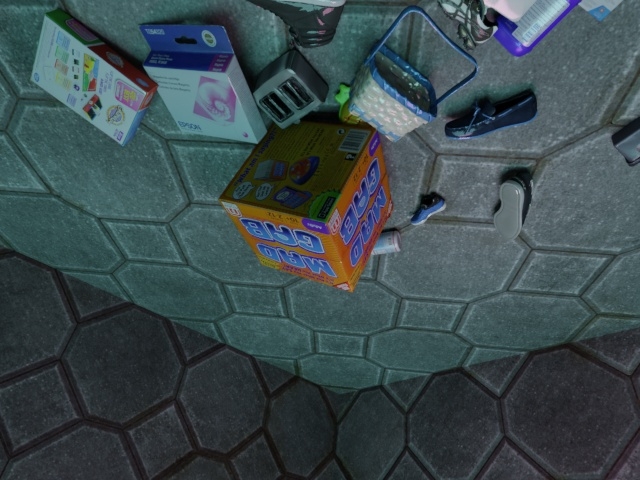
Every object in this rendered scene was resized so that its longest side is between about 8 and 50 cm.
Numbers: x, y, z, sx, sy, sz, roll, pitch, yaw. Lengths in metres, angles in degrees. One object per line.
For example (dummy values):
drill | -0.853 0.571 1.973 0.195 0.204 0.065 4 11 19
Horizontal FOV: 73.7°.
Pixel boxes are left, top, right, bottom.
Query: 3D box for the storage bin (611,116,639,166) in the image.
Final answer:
storage bin | 0.931 -0.294 1.245 0.091 0.098 0.135 31 138 -11

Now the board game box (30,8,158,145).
board game box | -0.673 -0.469 1.267 0.316 0.064 0.242 38 130 -16

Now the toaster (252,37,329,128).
toaster | -0.090 -0.437 1.230 0.168 0.110 0.185 -23 132 33

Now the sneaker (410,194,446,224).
sneaker | 0.383 -0.118 1.592 0.084 0.058 0.152 30 133 -35

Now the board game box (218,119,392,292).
board game box | -0.020 -0.116 1.339 0.356 0.357 0.356 15 150 26

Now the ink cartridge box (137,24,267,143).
ink cartridge box | -0.347 -0.440 1.223 0.324 0.071 0.330 15 149 28

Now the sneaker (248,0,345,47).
sneaker | -0.088 -0.566 1.068 0.295 0.105 0.147 10 147 1

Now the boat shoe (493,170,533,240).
boat shoe | 0.688 -0.116 1.505 0.114 0.091 0.303 42 163 31

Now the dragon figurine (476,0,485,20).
dragon figurine | 0.219 -0.553 0.846 0.144 0.085 0.289 -18 134 32

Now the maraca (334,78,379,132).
maraca | 0.113 -0.383 1.277 0.127 0.099 0.186 -18 112 13

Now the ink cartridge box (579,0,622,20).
ink cartridge box | 0.649 -0.578 0.957 0.088 0.052 0.122 22 142 -18

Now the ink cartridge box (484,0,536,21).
ink cartridge box | 0.337 -0.643 0.875 0.353 0.119 0.207 23 140 -17

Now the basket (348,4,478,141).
basket | 0.221 -0.423 1.112 0.254 0.201 0.289 29 140 -27

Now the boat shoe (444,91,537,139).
boat shoe | 0.485 -0.370 1.236 0.258 0.109 0.089 -17 131 6

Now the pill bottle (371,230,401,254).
pill bottle | 0.248 0.013 1.765 0.160 0.087 0.087 -9 139 22

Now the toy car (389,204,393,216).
toy car | 0.229 -0.119 1.657 0.122 0.060 0.040 6 -170 30

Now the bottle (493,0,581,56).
bottle | 0.525 -0.559 0.958 0.118 0.092 0.283 47 137 4

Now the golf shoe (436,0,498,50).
golf shoe | 0.344 -0.554 1.005 0.198 0.077 0.093 42 143 -25
